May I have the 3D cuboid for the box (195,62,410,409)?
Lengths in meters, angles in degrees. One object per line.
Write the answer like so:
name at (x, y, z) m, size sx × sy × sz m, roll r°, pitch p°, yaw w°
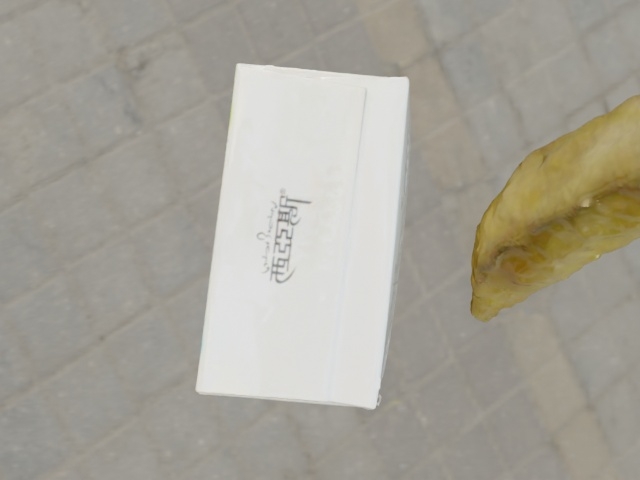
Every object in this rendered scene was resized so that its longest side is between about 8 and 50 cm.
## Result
box at (-0.003, 0.000, 1.025) m, size 0.116 × 0.274 × 0.203 m, roll 6°, pitch 90°, yaw 4°

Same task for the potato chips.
potato chips at (0.218, -0.050, 0.650) m, size 0.080 × 0.407 × 0.057 m, roll 44°, pitch 44°, yaw -32°
